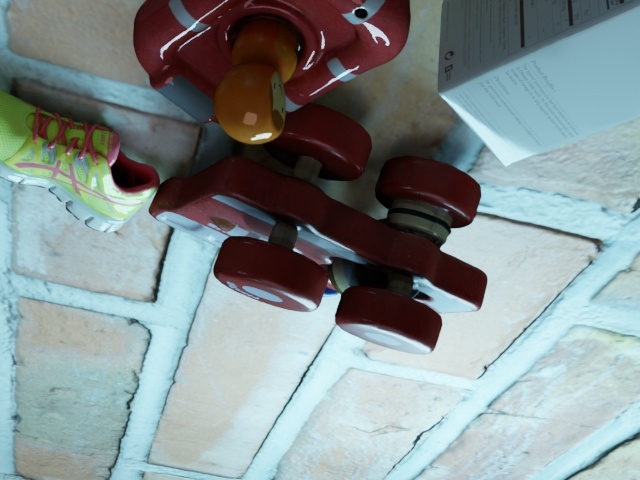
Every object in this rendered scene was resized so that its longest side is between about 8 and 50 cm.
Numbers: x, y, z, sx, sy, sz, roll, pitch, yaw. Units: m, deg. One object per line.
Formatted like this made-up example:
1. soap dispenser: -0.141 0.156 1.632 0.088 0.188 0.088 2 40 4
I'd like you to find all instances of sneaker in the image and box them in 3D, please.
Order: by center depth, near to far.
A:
1. sneaker: -0.239 -0.089 0.885 0.094 0.082 0.208 -25 142 28

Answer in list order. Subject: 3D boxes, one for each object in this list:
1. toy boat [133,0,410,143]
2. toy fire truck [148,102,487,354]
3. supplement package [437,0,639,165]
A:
1. toy boat: -0.041 -0.138 0.702 0.231 0.151 0.151 -23 136 36
2. toy fire truck: 0.000 0.000 0.919 0.302 0.169 0.254 23 166 -22
3. supplement package: 0.190 -0.149 0.687 0.179 0.105 0.105 -19 137 34
